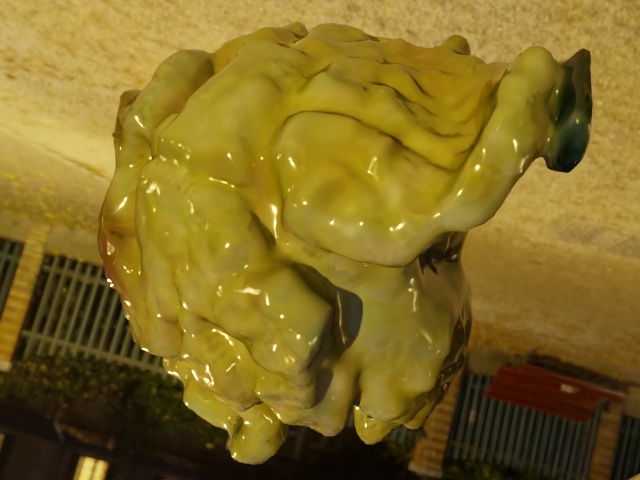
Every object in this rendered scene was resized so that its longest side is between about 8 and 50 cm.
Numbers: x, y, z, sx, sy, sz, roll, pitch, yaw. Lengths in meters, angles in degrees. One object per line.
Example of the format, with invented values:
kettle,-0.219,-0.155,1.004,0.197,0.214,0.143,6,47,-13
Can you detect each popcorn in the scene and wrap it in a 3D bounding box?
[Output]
popcorn,-0.009,-0.002,0.525,0.236,0.293,0.293,9,171,-1

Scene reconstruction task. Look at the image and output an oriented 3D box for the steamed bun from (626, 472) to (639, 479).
steamed bun,0.312,0.301,0.592,0.455,0.290,0.371,9,148,-8
